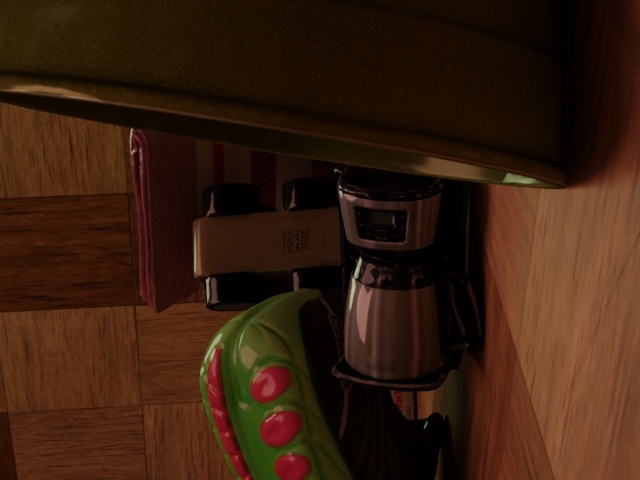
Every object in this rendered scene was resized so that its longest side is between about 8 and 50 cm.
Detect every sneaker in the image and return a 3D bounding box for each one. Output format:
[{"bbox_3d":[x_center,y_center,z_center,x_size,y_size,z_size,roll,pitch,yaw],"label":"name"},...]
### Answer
[{"bbox_3d":[0.052,0.260,1.424,0.185,0.202,0.483,12,124,46],"label":"sneaker"}]

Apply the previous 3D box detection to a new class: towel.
[{"bbox_3d":[-0.054,-0.085,1.591,0.037,0.329,0.237,39,143,32],"label":"towel"}]

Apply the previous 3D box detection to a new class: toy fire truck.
[{"bbox_3d":[0.000,0.000,1.564,0.246,0.217,0.158,49,-143,-75],"label":"toy fire truck"}]

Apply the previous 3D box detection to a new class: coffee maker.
[{"bbox_3d":[0.064,0.011,1.280,0.171,0.120,0.178,-105,14,-69],"label":"coffee maker"}]

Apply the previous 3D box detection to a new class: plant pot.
[{"bbox_3d":[-0.004,-0.232,0.946,0.366,0.366,0.353,-165,84,-84],"label":"plant pot"}]

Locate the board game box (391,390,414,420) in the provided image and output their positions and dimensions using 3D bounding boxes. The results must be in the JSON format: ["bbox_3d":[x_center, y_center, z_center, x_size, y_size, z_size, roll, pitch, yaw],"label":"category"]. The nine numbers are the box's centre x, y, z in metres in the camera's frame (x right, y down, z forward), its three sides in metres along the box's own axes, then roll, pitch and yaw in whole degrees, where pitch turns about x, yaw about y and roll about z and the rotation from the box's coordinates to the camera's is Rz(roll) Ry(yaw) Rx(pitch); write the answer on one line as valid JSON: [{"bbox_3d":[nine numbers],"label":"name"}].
[{"bbox_3d":[0.068,0.177,1.694,0.193,0.045,0.147,-159,66,-84],"label":"board game box"}]
